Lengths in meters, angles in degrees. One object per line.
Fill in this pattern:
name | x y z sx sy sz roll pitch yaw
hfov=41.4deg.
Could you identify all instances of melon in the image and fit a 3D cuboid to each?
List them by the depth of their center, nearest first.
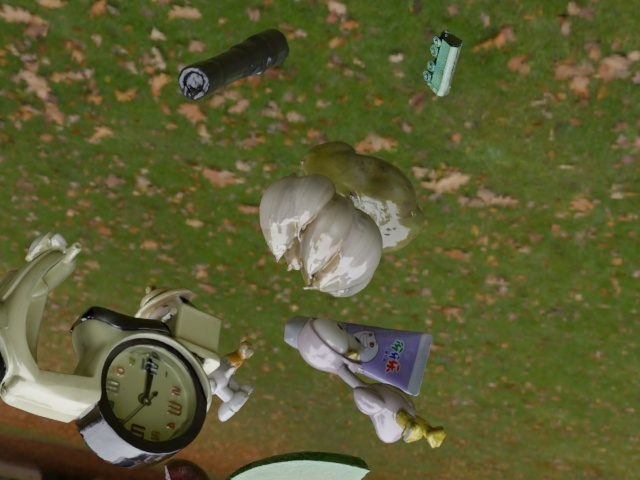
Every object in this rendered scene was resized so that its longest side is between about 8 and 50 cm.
melon | -0.055 0.394 1.379 0.261 0.114 0.053 0 -155 -15

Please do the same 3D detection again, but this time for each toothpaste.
toothpaste | 0.077 0.224 1.786 0.371 0.125 0.080 10 169 42

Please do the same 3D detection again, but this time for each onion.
onion | -0.291 0.600 1.979 0.098 0.206 0.151 -15 167 -24

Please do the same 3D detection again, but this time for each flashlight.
flashlight | -0.200 -0.425 2.038 0.103 0.424 0.103 10 117 21

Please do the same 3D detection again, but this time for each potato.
potato | 0.101 -0.117 2.111 0.351 0.202 0.218 32 151 14

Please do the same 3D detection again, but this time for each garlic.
garlic | 0.015 0.004 1.645 0.184 0.203 0.281 4 145 38

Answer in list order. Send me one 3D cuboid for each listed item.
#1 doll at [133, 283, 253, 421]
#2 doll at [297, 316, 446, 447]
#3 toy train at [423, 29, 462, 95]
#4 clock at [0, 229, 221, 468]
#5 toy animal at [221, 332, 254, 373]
doll | -0.256 0.220 1.688 0.271 0.208 0.144 37 119 -22
doll | 0.074 0.256 1.569 0.160 0.094 0.365 26 -165 -48
toy train | 0.265 -0.388 1.837 0.038 0.071 0.148 -25 146 -27
clock | -0.312 0.140 1.110 0.379 0.277 0.120 31 134 -28
toy animal | -0.180 0.243 1.827 0.060 0.083 0.081 43 -178 43
